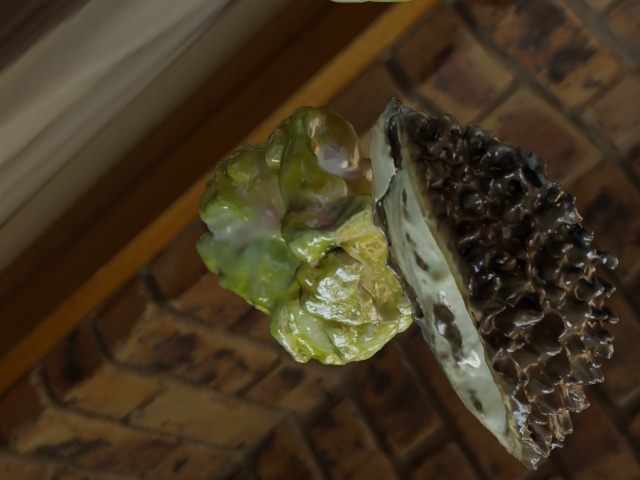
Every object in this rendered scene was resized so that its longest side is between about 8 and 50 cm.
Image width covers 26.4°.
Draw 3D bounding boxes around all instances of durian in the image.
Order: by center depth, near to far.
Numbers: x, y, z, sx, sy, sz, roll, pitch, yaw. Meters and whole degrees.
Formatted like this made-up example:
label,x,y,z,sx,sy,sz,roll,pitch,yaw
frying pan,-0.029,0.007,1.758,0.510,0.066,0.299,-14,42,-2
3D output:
label,x,y,z,sx,sy,sz,roll,pitch,yaw
durian,0.057,0.011,0.433,0.066,0.052,0.130,-2,111,68

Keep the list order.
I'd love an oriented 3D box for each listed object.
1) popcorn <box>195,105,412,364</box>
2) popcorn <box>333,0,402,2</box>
label,x,y,z,sx,sy,sz,roll,pitch,yaw
popcorn,0.000,0.000,0.802,0.126,0.126,0.145,2,-123,-45
popcorn,0.058,-0.284,0.762,0.312,0.312,0.312,44,-162,-18
